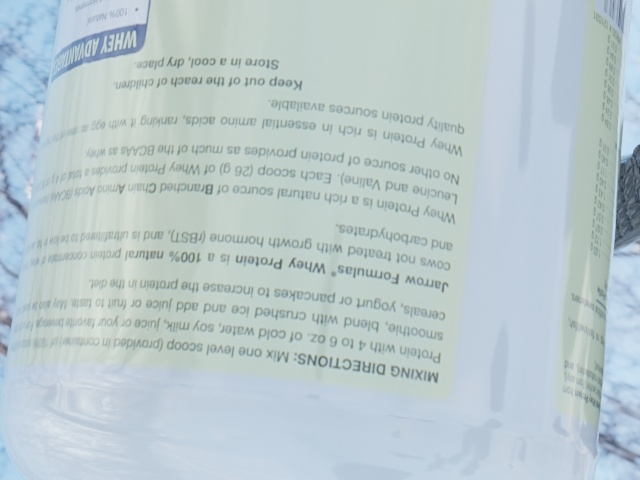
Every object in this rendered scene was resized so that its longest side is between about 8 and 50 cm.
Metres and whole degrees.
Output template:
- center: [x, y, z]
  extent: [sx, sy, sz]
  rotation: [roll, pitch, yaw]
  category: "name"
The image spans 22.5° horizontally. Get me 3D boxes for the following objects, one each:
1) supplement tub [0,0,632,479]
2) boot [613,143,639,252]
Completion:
- center: [0.000, 0.000, 0.650]
  extent: [0.235, 0.235, 0.324]
  rotation: [15, -104, -36]
  category: "supplement tub"
- center: [0.279, -0.033, 1.264]
  extent: [0.161, 0.246, 0.083]
  rotation: [-1, -104, -36]
  category: "boot"
